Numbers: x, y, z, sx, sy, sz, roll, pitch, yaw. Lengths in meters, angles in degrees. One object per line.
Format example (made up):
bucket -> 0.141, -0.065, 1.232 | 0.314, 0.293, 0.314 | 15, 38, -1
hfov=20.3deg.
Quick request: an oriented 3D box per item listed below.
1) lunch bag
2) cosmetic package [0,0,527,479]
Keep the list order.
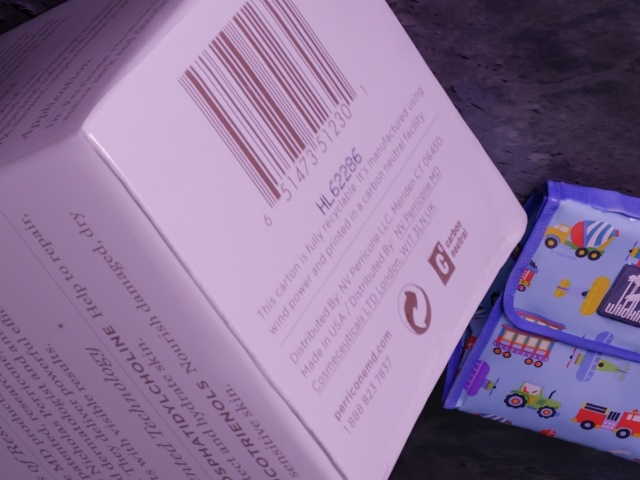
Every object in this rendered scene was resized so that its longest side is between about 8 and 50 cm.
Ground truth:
lunch bag -> 0.264, 0.050, 1.614 | 0.221, 0.138, 0.293 | 17, 137, -7
cosmetic package -> -0.127, 0.003, 1.346 | 0.394, 0.329, 0.327 | -17, 118, 41
